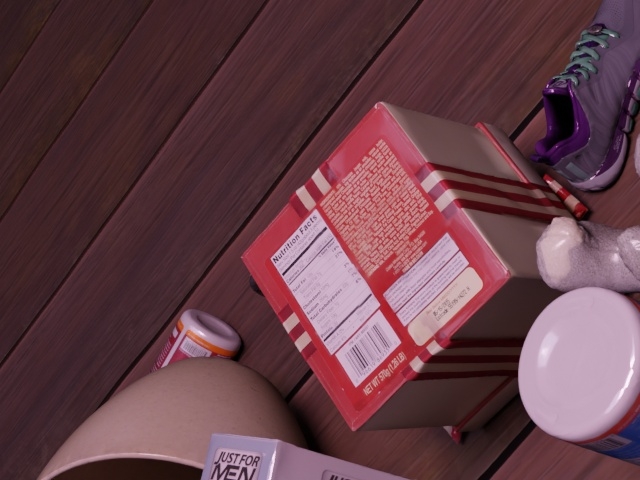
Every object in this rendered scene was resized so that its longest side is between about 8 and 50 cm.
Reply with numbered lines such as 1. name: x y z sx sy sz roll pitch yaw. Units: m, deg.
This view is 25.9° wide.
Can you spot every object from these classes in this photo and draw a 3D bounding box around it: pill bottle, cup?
1. pill bottle: 0.276 0.123 1.126 0.124 0.221 0.124 -26 54 42
2. cup: -0.139 0.266 1.538 0.331 0.331 0.237 -39 23 34
3. pill bottle: -0.172 0.171 1.776 0.152 0.086 0.086 -59 37 12

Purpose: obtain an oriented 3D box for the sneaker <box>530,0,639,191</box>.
1. sneaker: 0.271 -0.166 1.379 0.083 0.098 0.223 0 73 51

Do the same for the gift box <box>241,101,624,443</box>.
1. gift box: 0.120 0.053 1.340 0.255 0.258 0.276 -43 63 27

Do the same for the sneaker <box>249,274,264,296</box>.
1. sneaker: 0.000 0.000 1.665 0.211 0.080 0.081 -34 41 24

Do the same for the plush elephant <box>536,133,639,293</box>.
1. plush elephant: 0.348 -0.090 1.094 0.330 0.272 0.255 18 128 38

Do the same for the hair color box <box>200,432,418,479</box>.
1. hair color box: -0.038 0.377 1.242 0.113 0.185 0.374 -4 69 53
